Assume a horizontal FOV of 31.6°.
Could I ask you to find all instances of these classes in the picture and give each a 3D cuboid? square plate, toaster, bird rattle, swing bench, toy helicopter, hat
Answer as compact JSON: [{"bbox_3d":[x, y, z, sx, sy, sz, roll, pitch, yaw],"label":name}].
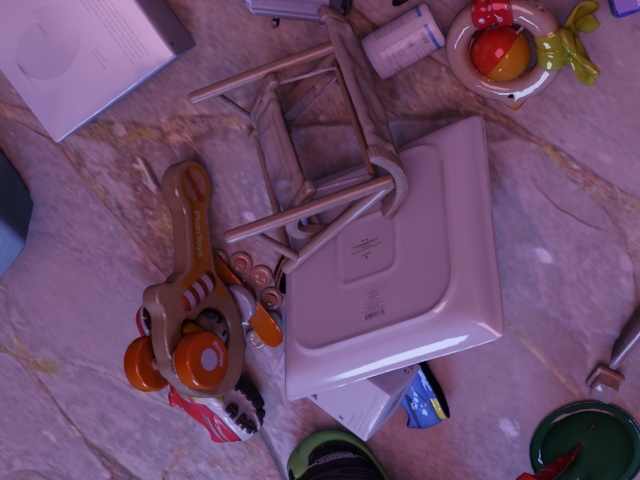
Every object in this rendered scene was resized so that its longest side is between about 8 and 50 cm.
[{"bbox_3d":[0.078,0.017,1.552,0.347,0.344,0.049,-21,143,31],"label":"square plate"},{"bbox_3d":[-0.035,-0.407,1.560,0.147,0.129,0.226,1,110,9],"label":"toaster"},{"bbox_3d":[0.257,-0.277,1.540,0.254,0.143,0.207,25,132,-17],"label":"bird rattle"},{"bbox_3d":[-0.015,-0.134,1.547,0.255,0.165,0.253,-28,59,22],"label":"swing bench"},{"bbox_3d":[-0.172,0.057,1.692,0.140,0.235,0.354,-9,85,39],"label":"toy helicopter"},{"bbox_3d":[0.401,0.366,1.718,0.208,0.183,0.173,-34,99,16],"label":"hat"}]

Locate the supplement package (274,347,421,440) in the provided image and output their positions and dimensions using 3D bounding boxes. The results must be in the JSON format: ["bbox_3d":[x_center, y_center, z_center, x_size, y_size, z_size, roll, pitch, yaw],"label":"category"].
[{"bbox_3d":[0.040,0.195,1.715,0.179,0.105,0.105,35,126,16],"label":"supplement package"}]

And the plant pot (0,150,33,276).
[{"bbox_3d":[-0.577,-0.039,1.694,0.252,0.248,0.247,33,109,-23],"label":"plant pot"}]

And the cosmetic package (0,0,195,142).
[{"bbox_3d":[-0.342,-0.303,1.626,0.225,0.138,0.224,-32,101,17],"label":"cosmetic package"}]

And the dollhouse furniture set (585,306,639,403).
[{"bbox_3d":[0.622,0.137,1.689,0.303,0.173,0.355,27,133,-2],"label":"dollhouse furniture set"}]

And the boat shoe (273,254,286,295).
[{"bbox_3d":[0.000,0.000,1.714,0.073,0.073,0.207,33,107,-3],"label":"boat shoe"}]

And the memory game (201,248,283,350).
[{"bbox_3d":[-0.149,0.101,1.795,0.186,0.012,0.186,2,107,7],"label":"memory game"}]

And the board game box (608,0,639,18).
[{"bbox_3d":[0.498,-0.498,1.496,0.318,0.066,0.318,-19,105,12],"label":"board game box"}]

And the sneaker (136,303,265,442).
[{"bbox_3d":[-0.212,0.218,1.792,0.118,0.107,0.279,-28,104,37],"label":"sneaker"}]

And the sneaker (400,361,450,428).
[{"bbox_3d":[0.127,0.202,1.763,0.082,0.069,0.209,-21,104,17],"label":"sneaker"}]

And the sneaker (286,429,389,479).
[{"bbox_3d":[0.129,0.509,1.787,0.483,0.202,0.185,38,109,-6],"label":"sneaker"}]

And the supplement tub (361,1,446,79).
[{"bbox_3d":[0.120,-0.284,1.609,0.107,0.071,0.071,-27,102,15],"label":"supplement tub"}]

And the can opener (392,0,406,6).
[{"bbox_3d":[0.161,-0.397,1.577,0.186,0.073,0.059,-31,109,24],"label":"can opener"}]

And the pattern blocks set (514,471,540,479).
[{"bbox_3d":[0.322,0.505,1.719,0.285,0.026,0.324,17,103,-33],"label":"pattern blocks set"}]
